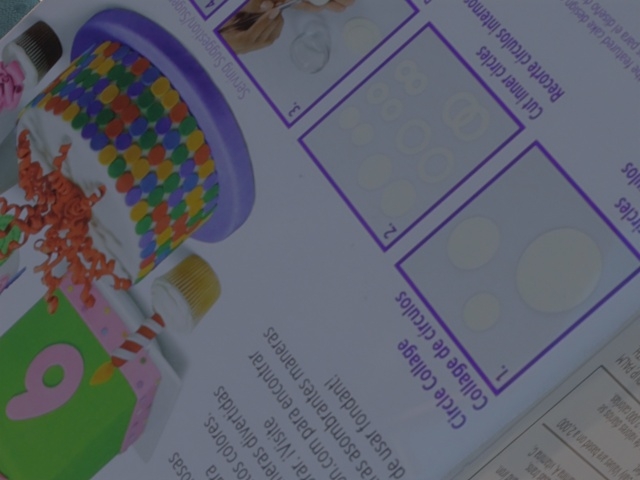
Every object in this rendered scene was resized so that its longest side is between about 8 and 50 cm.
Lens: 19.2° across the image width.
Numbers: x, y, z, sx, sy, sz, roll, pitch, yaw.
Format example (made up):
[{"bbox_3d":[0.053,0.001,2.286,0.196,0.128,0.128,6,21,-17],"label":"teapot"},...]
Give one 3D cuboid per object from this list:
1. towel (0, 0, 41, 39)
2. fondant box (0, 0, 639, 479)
[{"bbox_3d":[-0.262,-0.039,0.919,0.324,0.056,0.312,41,58,17],"label":"towel"},{"bbox_3d":[0.000,0.000,0.579,0.238,0.330,0.096,53,7,38],"label":"fondant box"}]
